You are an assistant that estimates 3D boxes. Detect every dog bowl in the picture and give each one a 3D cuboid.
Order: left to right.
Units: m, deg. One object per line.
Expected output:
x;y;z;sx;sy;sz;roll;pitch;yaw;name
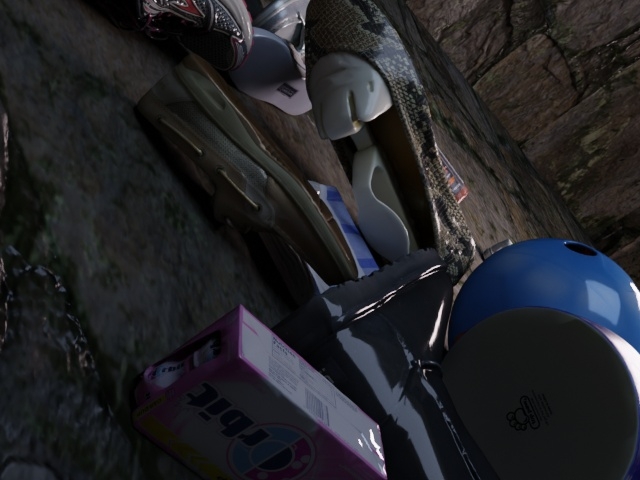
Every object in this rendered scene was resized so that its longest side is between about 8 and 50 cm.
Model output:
0.265;0.214;1.154;0.104;0.265;0.265;23;36;-54;dog bowl

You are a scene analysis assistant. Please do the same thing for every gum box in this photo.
-0.048;0.143;0.757;0.188;0.107;0.062;45;21;-28;gum box

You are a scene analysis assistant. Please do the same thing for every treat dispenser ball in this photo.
0.328;0.140;1.394;0.288;0.288;0.288;47;20;-23;treat dispenser ball

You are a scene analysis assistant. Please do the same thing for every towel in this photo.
0.000;0.000;1.231;0.209;0.034;0.285;62;20;18;towel

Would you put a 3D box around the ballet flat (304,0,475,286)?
0.084;-0.123;1.371;0.182;0.164;0.483;-44;115;-51;ballet flat

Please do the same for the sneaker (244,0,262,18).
-0.133;-0.434;1.482;0.228;0.132;0.086;37;26;-42;sneaker

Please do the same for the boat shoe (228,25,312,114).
-0.080;-0.258;1.404;0.084;0.095;0.258;58;8;20;boat shoe

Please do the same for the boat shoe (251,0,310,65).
-0.028;-0.321;1.580;0.103;0.118;0.320;54;11;10;boat shoe

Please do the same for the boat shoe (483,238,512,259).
0.441;0.096;2.060;0.227;0.081;0.079;52;19;-8;boat shoe

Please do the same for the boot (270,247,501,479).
0.154;0.240;1.012;0.445;0.146;0.367;54;28;9;boot

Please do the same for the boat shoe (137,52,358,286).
-0.076;-0.059;1.054;0.302;0.098;0.109;50;6;-8;boat shoe

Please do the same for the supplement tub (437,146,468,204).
0.177;-0.137;1.779;0.198;0.106;0.106;52;19;-8;supplement tub

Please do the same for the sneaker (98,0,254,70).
-0.196;-0.288;1.150;0.299;0.120;0.112;36;56;-46;sneaker
